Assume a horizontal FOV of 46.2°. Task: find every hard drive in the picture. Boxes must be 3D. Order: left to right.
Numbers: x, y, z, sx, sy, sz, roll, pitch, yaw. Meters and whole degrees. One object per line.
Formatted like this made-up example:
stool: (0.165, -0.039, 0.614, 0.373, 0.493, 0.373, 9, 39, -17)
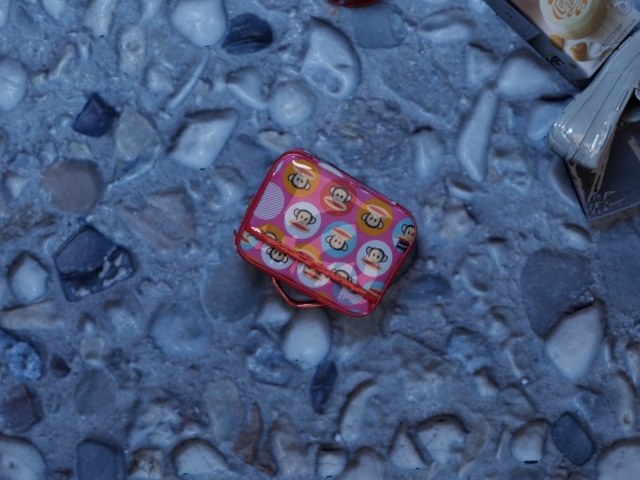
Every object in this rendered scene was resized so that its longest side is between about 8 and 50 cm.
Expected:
hard drive: (0.578, -0.159, 1.391, 0.254, 0.054, 0.172, -24, 99, 0)

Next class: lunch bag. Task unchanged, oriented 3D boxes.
lunch bag: (0.000, 0.000, 1.350, 0.293, 0.120, 0.258, 28, 100, -6)

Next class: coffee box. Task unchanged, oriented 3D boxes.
coffee box: (0.413, -0.416, 1.318, 0.246, 0.098, 0.141, 39, 94, -8)

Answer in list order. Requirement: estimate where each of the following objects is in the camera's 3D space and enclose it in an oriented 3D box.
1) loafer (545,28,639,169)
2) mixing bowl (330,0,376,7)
loafer: (0.525, -0.253, 1.317, 0.111, 0.112, 0.319, 39, 80, 14)
mixing bowl: (0.062, -0.498, 1.283, 0.181, 0.098, 0.182, -1, 99, -4)
